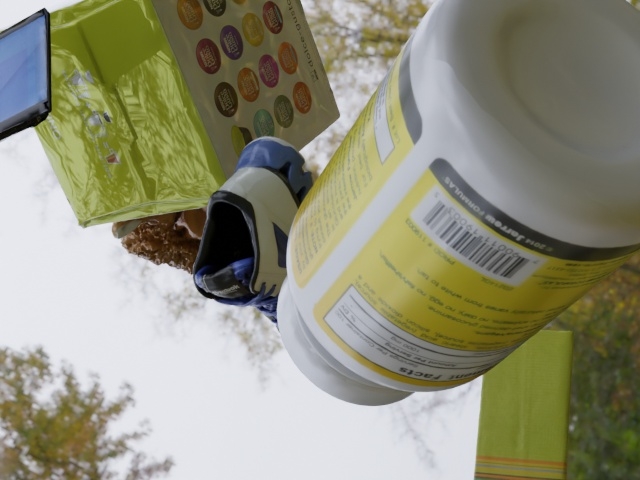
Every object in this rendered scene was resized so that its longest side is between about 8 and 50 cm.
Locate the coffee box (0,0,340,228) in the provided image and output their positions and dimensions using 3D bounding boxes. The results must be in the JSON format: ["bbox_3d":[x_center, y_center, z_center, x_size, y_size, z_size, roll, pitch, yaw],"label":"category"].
[{"bbox_3d":[-0.231,-0.253,1.638,0.334,0.338,0.337,-44,-61,-48],"label":"coffee box"}]

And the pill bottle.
[{"bbox_3d":[0.089,-0.011,0.717,0.188,0.188,0.334,-50,-2,-36],"label":"pill bottle"}]

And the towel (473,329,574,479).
[{"bbox_3d":[0.228,0.216,1.178,0.021,0.102,0.237,47,-132,-63],"label":"towel"}]

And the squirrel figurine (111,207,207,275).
[{"bbox_3d":[-0.281,-0.057,2.150,0.370,0.281,0.397,-5,-38,-32],"label":"squirrel figurine"}]

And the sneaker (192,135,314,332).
[{"bbox_3d":[-0.065,0.050,1.288,0.182,0.127,0.315,-43,-62,-47],"label":"sneaker"}]

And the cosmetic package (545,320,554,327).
[{"bbox_3d":[0.189,0.086,1.834,0.156,0.385,0.217,-57,-48,-78],"label":"cosmetic package"}]

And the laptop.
[{"bbox_3d":[-0.474,-0.169,1.346,0.136,0.234,0.264,64,-147,-11],"label":"laptop"}]
